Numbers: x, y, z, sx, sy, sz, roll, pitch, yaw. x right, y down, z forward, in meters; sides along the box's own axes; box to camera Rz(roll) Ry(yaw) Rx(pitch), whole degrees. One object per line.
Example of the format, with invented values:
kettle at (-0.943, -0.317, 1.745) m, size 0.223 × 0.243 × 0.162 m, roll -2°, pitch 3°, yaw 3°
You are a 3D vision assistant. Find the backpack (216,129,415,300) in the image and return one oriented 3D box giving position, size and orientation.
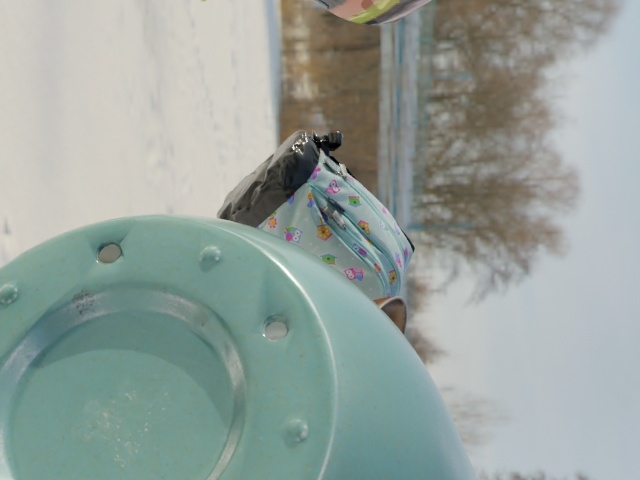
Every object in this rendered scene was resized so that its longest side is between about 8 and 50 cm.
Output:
backpack at (0.000, 0.000, 1.064) m, size 0.152 × 0.182 × 0.115 m, roll -35°, pitch -163°, yaw 42°

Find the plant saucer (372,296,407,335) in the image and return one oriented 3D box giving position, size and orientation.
plant saucer at (0.022, 0.119, 0.930) m, size 0.168 × 0.029 × 0.168 m, roll -53°, pitch 157°, yaw -34°

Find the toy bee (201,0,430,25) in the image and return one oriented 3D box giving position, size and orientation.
toy bee at (-0.049, -0.190, 0.628) m, size 0.195 × 0.298 × 0.162 m, roll 121°, pitch -13°, yaw -69°

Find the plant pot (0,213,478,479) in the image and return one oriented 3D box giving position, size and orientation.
plant pot at (-0.064, 0.124, 0.527) m, size 0.235 × 0.293 × 0.293 m, roll 75°, pitch 10°, yaw -57°
